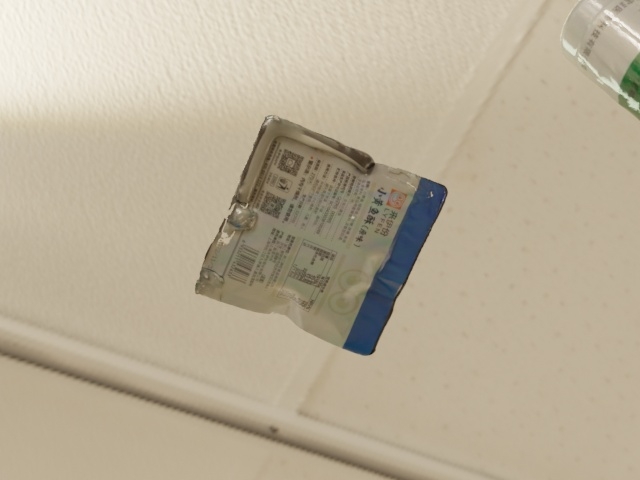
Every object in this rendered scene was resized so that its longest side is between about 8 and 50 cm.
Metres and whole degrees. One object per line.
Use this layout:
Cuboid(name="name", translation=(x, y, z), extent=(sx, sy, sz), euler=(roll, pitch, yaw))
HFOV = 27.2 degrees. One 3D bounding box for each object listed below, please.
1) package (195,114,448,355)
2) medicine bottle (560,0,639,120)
Cuboid(name="package", translation=(0.000, 0.000, 1.131), extent=(0.173, 0.027, 0.171), euler=(22, -78, -13))
Cuboid(name="medicine bottle", translation=(0.325, -0.125, 1.148), extent=(0.095, 0.260, 0.095), euler=(-31, -32, -22))
